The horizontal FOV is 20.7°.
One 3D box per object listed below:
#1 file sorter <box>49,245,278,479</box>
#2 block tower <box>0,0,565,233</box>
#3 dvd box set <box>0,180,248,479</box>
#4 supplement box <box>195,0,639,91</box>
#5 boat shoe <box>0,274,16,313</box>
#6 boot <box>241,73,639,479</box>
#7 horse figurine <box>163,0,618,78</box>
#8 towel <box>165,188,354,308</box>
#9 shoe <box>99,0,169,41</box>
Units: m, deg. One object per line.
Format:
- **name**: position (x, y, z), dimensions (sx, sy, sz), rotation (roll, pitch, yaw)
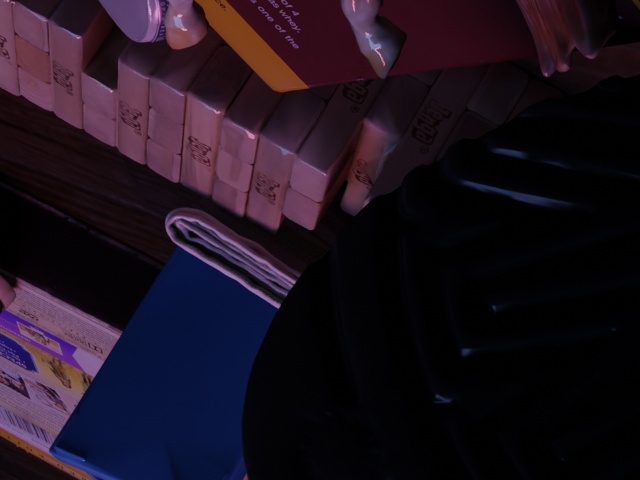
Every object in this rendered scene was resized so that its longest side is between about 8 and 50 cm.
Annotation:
- **file sorter**: position (-0.047, 0.091, 1.016), dimensions (0.118, 0.170, 0.104), rotation (16, 155, 34)
- **block tower**: position (0.019, -0.043, 0.761), dimensions (0.335, 0.091, 0.097), rotation (30, 158, 6)
- **dvd box set**: position (-0.169, 0.104, 1.340), dimensions (0.307, 0.062, 0.420), rotation (26, 156, 15)
- **supplement box**: position (0.016, -0.157, 0.484), dimensions (0.191, 0.129, 0.194), rotation (45, 155, -27)
- **boat shoe**: position (-0.290, 0.035, 1.192), dimensions (0.206, 0.065, 0.075), rotation (8, 146, 45)
- **boot**: position (0.153, 0.056, 0.518), dimensions (0.260, 0.348, 0.131), rotation (84, 164, -59)
- **horse figurine**: position (-0.044, -0.106, 0.412), dimensions (0.263, 0.066, 0.174), rotation (14, 157, 43)
- **towel**: position (0.000, 0.000, 0.845), dimensions (0.113, 0.023, 0.152), rotation (32, -159, 9)
- **shoe**: position (-0.074, -0.157, 0.690), dimensions (0.178, 0.081, 0.063), rotation (56, 152, 23)
